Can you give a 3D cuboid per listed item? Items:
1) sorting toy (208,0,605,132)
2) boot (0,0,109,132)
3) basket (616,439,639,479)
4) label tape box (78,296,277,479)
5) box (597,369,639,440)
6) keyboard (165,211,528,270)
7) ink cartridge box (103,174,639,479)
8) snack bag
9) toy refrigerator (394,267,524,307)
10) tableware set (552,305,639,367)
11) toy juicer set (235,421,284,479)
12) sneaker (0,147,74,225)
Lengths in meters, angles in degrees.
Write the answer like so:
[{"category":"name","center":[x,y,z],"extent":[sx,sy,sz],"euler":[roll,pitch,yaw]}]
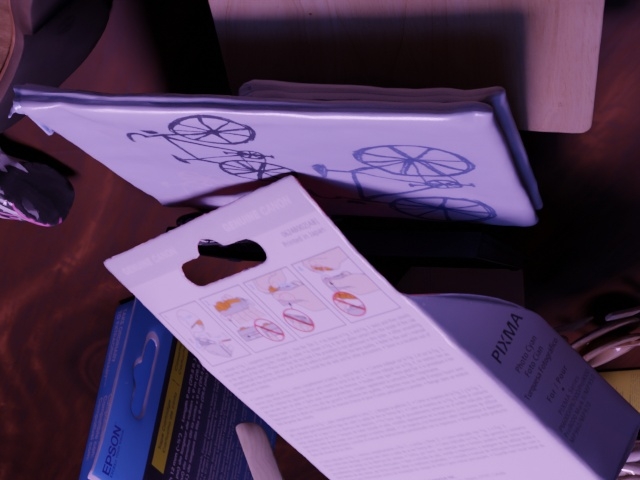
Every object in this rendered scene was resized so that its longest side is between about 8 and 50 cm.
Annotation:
[{"category":"sorting toy","center":[0.058,-0.184,0.994],"extent":[0.255,0.089,0.257],"euler":[4,151,9]},{"category":"boot","center":[-0.229,-0.180,1.114],"extent":[0.115,0.112,0.305],"euler":[41,154,4]},{"category":"basket","center":[0.338,0.367,1.651],"extent":[0.331,0.266,0.328],"euler":[-1,164,14]},{"category":"label tape box","center":[-0.168,0.200,1.590],"extent":[0.115,0.249,0.347],"euler":[-5,148,24]},{"category":"box","center":[0.273,0.184,1.632],"extent":[0.232,0.058,0.087],"euler":[-7,148,28]},{"category":"keyboard","center":[0.000,0.000,1.309],"extent":[0.317,0.033,0.201],"euler":[0,174,30]},{"category":"ink cartridge box","center":[0.037,0.089,1.307],"extent":[0.385,0.091,0.308],"euler":[45,145,-18]},{"category":"snack bag","center":[-0.015,-0.064,1.134],"extent":[0.343,0.037,0.323],"euler":[3,169,15]},{"category":"toy refrigerator","center":[0.105,0.107,1.509],"extent":[0.102,0.094,0.269],"euler":[8,153,-13]},{"category":"tableware set","center":[0.235,0.114,1.425],"extent":[0.194,0.039,0.128],"euler":[-10,157,-38]},{"category":"toy juicer set","center":[0.077,0.281,1.520],"extent":[0.329,0.209,0.089],"euler":[-3,147,7]},{"category":"sneaker","center":[-0.314,-0.060,1.356],"extent":[0.077,0.072,0.178],"euler":[-7,143,47]}]
